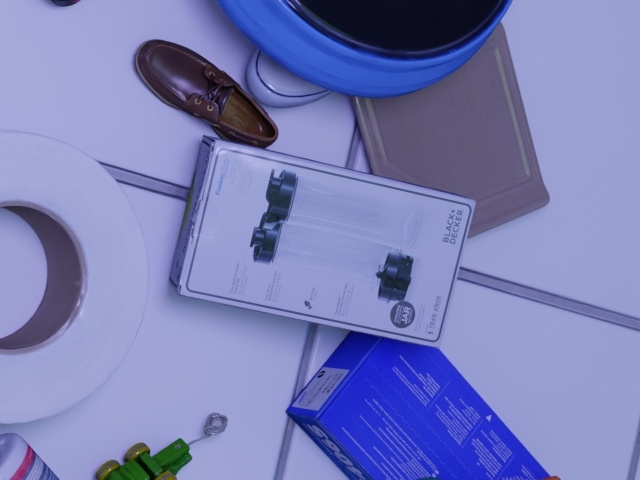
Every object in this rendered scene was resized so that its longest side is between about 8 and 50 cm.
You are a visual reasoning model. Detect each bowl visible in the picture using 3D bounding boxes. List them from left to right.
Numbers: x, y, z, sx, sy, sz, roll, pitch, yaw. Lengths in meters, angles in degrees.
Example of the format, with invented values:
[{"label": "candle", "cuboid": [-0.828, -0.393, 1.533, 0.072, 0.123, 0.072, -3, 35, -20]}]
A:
[{"label": "bowl", "cuboid": [0.048, -0.347, 1.816, 0.391, 0.077, 0.391, 7, 75, -27]}]

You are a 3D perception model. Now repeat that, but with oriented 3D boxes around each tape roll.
[{"label": "tape roll", "cuboid": [-0.315, 0.033, 1.695, 0.286, 0.100, 0.286, -1, 93, -30]}]

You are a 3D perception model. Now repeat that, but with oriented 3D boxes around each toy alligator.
[{"label": "toy alligator", "cuboid": [-0.174, 0.243, 1.819, 0.190, 0.056, 0.051, -29, 150, -33]}]

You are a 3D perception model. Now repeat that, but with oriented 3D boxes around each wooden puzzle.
[{"label": "wooden puzzle", "cuboid": [0.143, -0.121, 1.994, 0.221, 0.044, 0.238, -22, 98, -27]}]

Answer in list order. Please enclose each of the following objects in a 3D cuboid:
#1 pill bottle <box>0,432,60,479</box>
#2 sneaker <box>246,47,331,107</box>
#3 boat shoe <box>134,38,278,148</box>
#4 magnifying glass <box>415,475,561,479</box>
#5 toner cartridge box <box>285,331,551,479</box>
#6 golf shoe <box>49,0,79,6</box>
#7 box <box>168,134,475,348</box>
[{"label": "pill bottle", "cuboid": [-0.285, 0.288, 1.717, 0.108, 0.108, 0.180, -46, 112, -21]}, {"label": "sneaker", "cuboid": [0.030, -0.230, 1.879, 0.258, 0.091, 0.094, -34, 85, -30]}, {"label": "boat shoe", "cuboid": [-0.115, -0.155, 1.827, 0.178, 0.060, 0.064, 36, 74, -26]}, {"label": "magnifying glass", "cuboid": [0.176, 0.301, 1.950, 0.231, 0.026, 0.092, -8, 96, -28]}, {"label": "toner cartridge box", "cuboid": [0.131, 0.251, 1.978, 0.165, 0.075, 0.348, -49, 113, -18]}, {"label": "golf shoe", "cuboid": [-0.191, -0.354, 1.743, 0.105, 0.120, 0.273, 35, 73, -25]}, {"label": "box", "cuboid": [0.000, 0.000, 1.826, 0.290, 0.087, 0.169, 11, 96, -13]}]
